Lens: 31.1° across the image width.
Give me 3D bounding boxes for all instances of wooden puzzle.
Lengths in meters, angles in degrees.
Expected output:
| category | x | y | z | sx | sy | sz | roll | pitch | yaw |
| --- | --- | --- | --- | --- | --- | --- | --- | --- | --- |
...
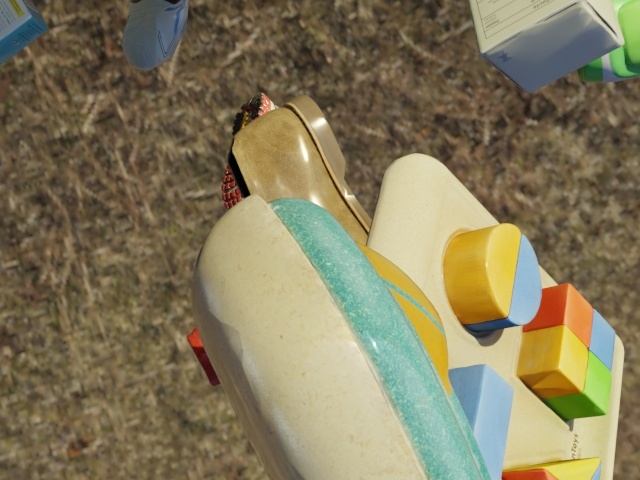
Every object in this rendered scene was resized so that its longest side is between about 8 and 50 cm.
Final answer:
| category | x | y | z | sx | sy | sz | roll | pitch | yaw |
| --- | --- | --- | --- | --- | --- | --- | --- | --- | --- |
| wooden puzzle | 0.168 | 0.131 | 1.013 | 0.080 | 0.322 | 0.348 | -19 | 134 | 42 |

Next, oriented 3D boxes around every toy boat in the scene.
| category | x | y | z | sx | sy | sz | roll | pitch | yaw |
| --- | --- | --- | --- | --- | --- | --- | --- | --- | --- |
| toy boat | 0.012 | 0.074 | 0.710 | 0.148 | 0.318 | 0.267 | -28 | 108 | -10 |

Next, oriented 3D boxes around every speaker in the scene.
| category | x | y | z | sx | sy | sz | roll | pitch | yaw |
| --- | --- | --- | --- | --- | --- | --- | --- | --- | --- |
| speaker | 0.483 | -0.295 | 1.516 | 0.296 | 0.131 | 0.131 | -12 | 147 | 7 |

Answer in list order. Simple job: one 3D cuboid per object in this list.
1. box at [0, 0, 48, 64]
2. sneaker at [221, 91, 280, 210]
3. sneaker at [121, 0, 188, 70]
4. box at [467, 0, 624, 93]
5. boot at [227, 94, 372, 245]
| category | x | y | z | sx | sy | sz | roll | pitch | yaw |
| --- | --- | --- | --- | --- | --- | --- | --- | --- | --- |
| box | -0.499 | -0.261 | 1.561 | 0.244 | 0.100 | 0.060 | -35 | 168 | 5 |
| sneaker | -0.080 | -0.113 | 1.690 | 0.093 | 0.225 | 0.088 | 32 | 141 | -30 |
| sneaker | -0.214 | -0.330 | 1.562 | 0.086 | 0.085 | 0.237 | -57 | 179 | -39 |
| box | 0.259 | -0.358 | 1.438 | 0.148 | 0.311 | 0.121 | -25 | 147 | 30 |
| boot | 0.000 | 0.000 | 1.261 | 0.115 | 0.305 | 0.112 | -28 | 178 | -20 |
